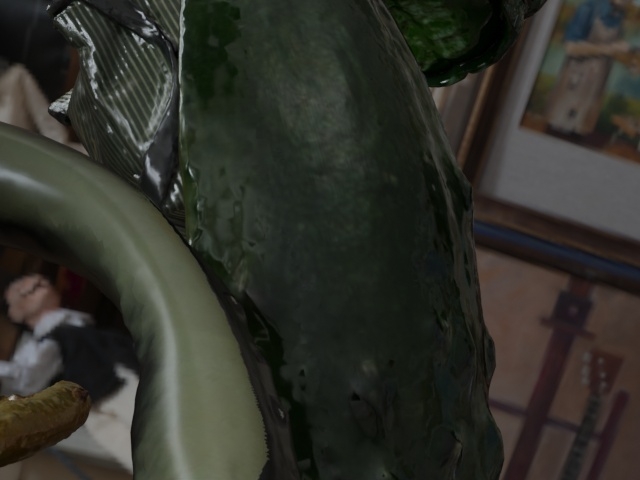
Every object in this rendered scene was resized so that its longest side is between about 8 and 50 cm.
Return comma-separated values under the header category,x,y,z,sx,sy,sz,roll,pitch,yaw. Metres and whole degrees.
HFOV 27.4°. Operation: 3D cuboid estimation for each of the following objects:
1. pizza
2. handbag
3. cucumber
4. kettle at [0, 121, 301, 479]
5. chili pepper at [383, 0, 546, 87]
category,x,y,z,sx,sy,sz,roll,pitch,yaw
pizza,-0.273,0.142,1.041,0.161,0.063,0.182,-3,6,39
handbag,-0.129,-0.130,1.364,0.240,0.247,0.341,-24,71,-20
cucumber,0.003,-0.001,0.556,0.145,0.325,0.105,-5,-18,-4
kettle,-0.167,0.069,0.347,0.320,0.228,0.324,-12,43,-18
chili pepper,0.032,-0.277,0.976,0.213,0.168,0.385,-11,-33,40
